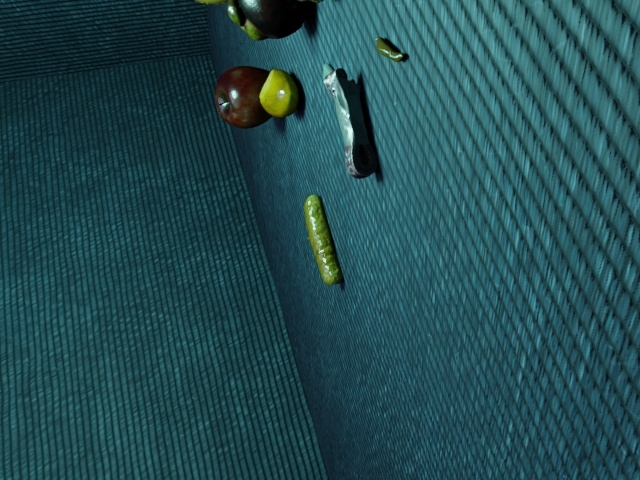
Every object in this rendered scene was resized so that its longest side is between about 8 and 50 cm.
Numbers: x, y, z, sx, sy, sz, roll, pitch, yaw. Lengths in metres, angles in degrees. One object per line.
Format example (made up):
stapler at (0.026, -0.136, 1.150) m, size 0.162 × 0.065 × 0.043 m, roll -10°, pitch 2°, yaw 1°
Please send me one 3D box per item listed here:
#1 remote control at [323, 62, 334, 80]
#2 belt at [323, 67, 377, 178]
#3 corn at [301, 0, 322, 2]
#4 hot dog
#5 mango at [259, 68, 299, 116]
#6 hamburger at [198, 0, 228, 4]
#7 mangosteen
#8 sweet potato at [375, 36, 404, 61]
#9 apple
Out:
remote control at (0.031, -0.370, 1.473) m, size 0.124 × 0.018 × 0.053 m, roll -116°, pitch 20°, yaw -49°
belt at (0.069, -0.244, 1.317) m, size 0.053 × 0.071 × 0.231 m, roll 169°, pitch 87°, yaw -71°
corn at (-0.026, -0.645, 1.299) m, size 0.098 × 0.098 × 0.289 m, roll -129°, pitch 33°, yaw -65°
hot dog at (0.004, -0.001, 1.860) m, size 0.088 × 0.061 × 0.285 m, roll 125°, pitch 132°, yaw -58°
mango at (-0.115, -0.442, 1.892) m, size 0.217 × 0.102 × 0.141 m, roll -145°, pitch 68°, yaw -69°
hamburger at (-0.366, -0.927, 2.160) m, size 0.274 × 0.275 × 0.212 m, roll -117°, pitch 26°, yaw -51°
mangosteen at (-0.129, -0.596, 1.562) m, size 0.210 × 0.210 × 0.209 m, roll 168°, pitch 90°, yaw -78°
sweet potato at (0.120, -0.330, 1.095) m, size 0.115 × 0.026 × 0.026 m, roll -121°, pitch 23°, yaw -50°
apple at (-0.248, -0.492, 2.151) m, size 0.234 × 0.234 × 0.233 m, roll 168°, pitch 90°, yaw -78°
